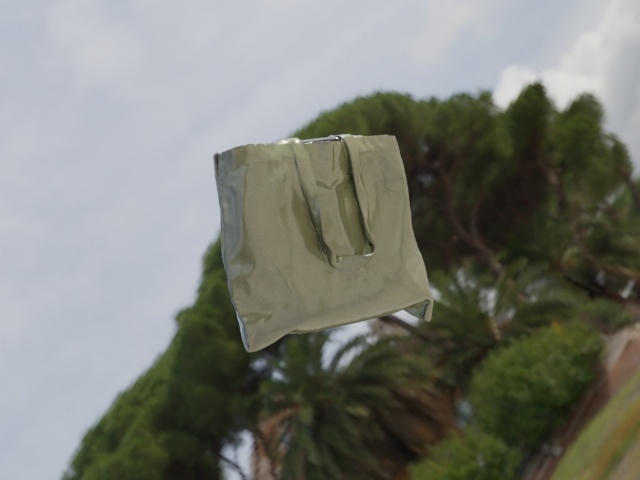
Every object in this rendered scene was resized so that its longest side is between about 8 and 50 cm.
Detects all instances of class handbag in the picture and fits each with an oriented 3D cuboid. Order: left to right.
[{"bbox_3d":[0.002,-0.004,1.696,0.316,0.109,0.253,-7,-96,-40],"label":"handbag"}]
